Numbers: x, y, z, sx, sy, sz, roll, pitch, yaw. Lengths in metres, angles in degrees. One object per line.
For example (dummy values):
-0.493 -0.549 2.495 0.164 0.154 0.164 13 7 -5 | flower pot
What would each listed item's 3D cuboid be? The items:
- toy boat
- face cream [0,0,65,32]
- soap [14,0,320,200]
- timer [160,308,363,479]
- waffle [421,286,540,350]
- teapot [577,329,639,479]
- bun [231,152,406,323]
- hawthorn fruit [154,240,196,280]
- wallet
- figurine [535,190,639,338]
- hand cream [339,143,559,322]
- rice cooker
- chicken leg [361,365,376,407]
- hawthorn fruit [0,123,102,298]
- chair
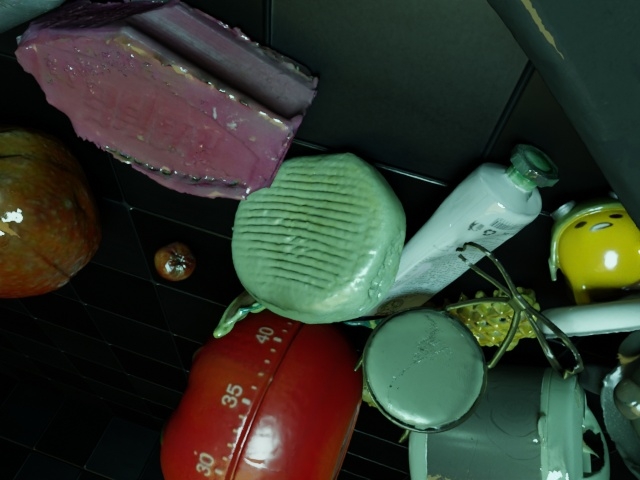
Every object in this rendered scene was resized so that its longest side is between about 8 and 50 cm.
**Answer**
-0.018 0.088 0.695 0.293 0.099 0.109 7 159 -36 | toy boat
-0.304 -0.241 0.451 0.284 0.073 0.073 9 145 40 | face cream
-0.166 -0.158 0.515 0.289 0.112 0.182 28 140 -7 | soap
-0.083 0.291 0.816 0.280 0.377 0.377 20 144 13 | timer
0.226 0.116 0.718 0.192 0.046 0.160 5 144 24 | waffle
0.454 0.176 0.553 0.286 0.305 0.223 11 114 -5 | teapot
0.003 0.000 0.578 0.222 0.221 0.108 -3 168 29 | bun
-0.257 0.039 0.842 0.077 0.077 0.077 14 143 11 | hawthorn fruit
0.285 -0.103 0.333 0.197 0.051 0.377 -40 116 14 | wallet
0.318 0.028 0.538 0.167 0.140 0.250 -16 166 31 | figurine
0.142 0.019 0.581 0.121 0.076 0.336 3 144 -28 | hand cream
0.305 0.335 0.774 0.277 0.288 0.288 -4 137 29 | rice cooker
0.114 0.244 0.893 0.088 0.103 0.227 24 143 23 | chicken leg
-0.455 -0.042 0.704 0.259 0.257 0.262 -3 156 30 | hawthorn fruit
0.133 0.144 0.572 0.159 0.170 0.325 58 171 20 | chair
